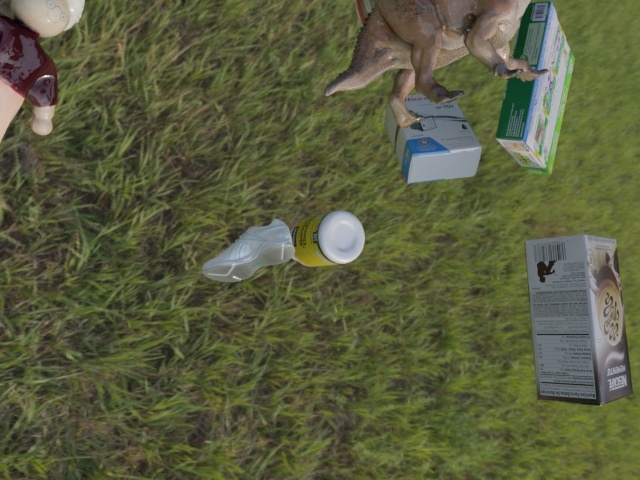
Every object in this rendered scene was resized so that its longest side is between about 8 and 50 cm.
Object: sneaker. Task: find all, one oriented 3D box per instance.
[{"bbox_3d":[-0.109,0.017,0.877,0.053,0.152,0.061,50,24,-52],"label":"sneaker"}]

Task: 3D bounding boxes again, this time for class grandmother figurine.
[{"bbox_3d":[-0.408,-0.202,0.741,0.342,0.104,0.208,-65,166,-11],"label":"grandmother figurine"}]

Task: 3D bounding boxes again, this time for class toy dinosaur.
[{"bbox_3d":[0.129,-0.245,0.613,0.127,0.296,0.200,-39,108,-84],"label":"toy dinosaur"}]

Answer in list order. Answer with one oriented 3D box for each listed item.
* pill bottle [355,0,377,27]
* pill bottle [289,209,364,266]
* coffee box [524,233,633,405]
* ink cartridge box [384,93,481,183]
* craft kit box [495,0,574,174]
[{"bbox_3d":[0.200,-0.404,0.827,0.210,0.363,0.210,1,87,-15],"label":"pill bottle"},{"bbox_3d":[0.000,0.000,1.178,0.103,0.184,0.103,4,83,-30],"label":"pill bottle"},{"bbox_3d":[0.484,0.145,1.096,0.168,0.119,0.297,4,81,-45],"label":"coffee box"},{"bbox_3d":[0.220,-0.210,1.177,0.082,0.140,0.190,91,-11,-49],"label":"ink cartridge box"},{"bbox_3d":[0.410,-0.273,1.100,0.247,0.061,0.249,16,86,-54],"label":"craft kit box"}]
